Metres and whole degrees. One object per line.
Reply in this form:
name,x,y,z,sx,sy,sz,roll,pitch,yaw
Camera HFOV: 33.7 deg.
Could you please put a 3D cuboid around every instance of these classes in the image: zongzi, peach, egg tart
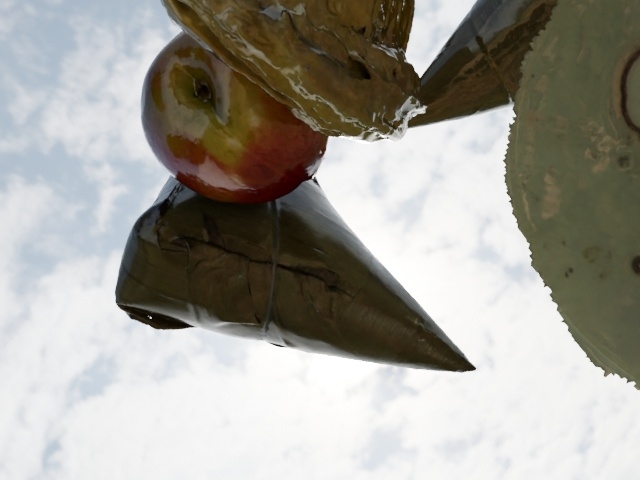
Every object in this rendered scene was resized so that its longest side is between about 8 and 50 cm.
zongzi,0.200,-0.262,1.003,0.318,0.154,0.289,-17,-62,-21
peach,-0.066,-0.122,0.984,0.192,0.190,0.190,-2,-65,-61
zongzi,0.000,0.000,1.133,0.323,0.361,0.159,-72,-2,-54
egg tart,-0.028,-0.229,0.899,0.150,0.352,0.352,-48,-40,15

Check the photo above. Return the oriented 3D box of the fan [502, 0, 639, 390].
fan,0.161,-0.090,0.322,0.009,0.191,0.329,-29,-51,-60
